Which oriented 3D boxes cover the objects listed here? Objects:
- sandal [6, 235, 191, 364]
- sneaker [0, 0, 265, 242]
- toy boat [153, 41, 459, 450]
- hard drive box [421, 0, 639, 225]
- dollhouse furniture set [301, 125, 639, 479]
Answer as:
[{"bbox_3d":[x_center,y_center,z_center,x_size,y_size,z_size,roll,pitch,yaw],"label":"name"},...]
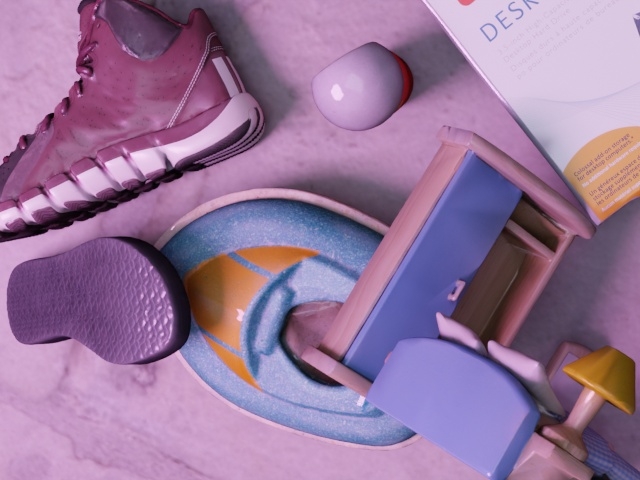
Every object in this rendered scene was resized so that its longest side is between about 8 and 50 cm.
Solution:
[{"bbox_3d":[-0.173,0.043,1.089,0.254,0.054,0.097,3,93,52],"label":"sandal"},{"bbox_3d":[-0.197,-0.107,1.114,0.281,0.106,0.162,-21,87,4],"label":"sneaker"},{"bbox_3d":[0.000,0.000,1.050,0.267,0.148,0.318,18,101,10],"label":"toy boat"},{"bbox_3d":[0.207,-0.158,1.013,0.181,0.089,0.232,-39,88,14],"label":"hard drive box"},{"bbox_3d":[0.186,0.086,0.897,0.286,0.303,0.198,34,86,-28],"label":"dollhouse furniture set"}]
